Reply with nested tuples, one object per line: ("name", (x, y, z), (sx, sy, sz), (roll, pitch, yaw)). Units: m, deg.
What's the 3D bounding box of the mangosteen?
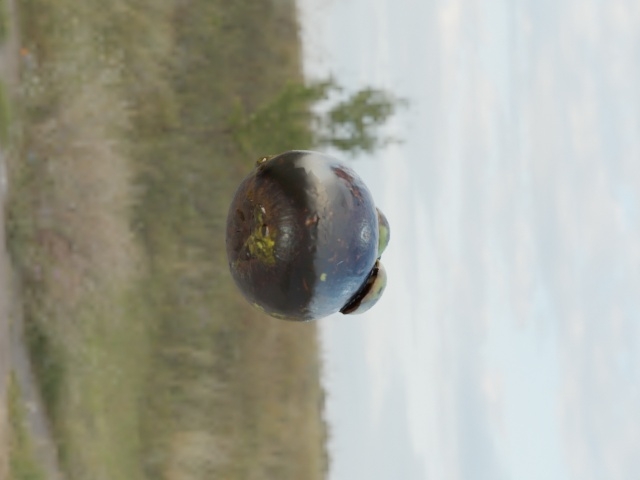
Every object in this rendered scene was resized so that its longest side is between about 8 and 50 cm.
("mangosteen", (0.000, 0.000, 1.711), (0.192, 0.217, 0.192), (-12, -107, 45))
